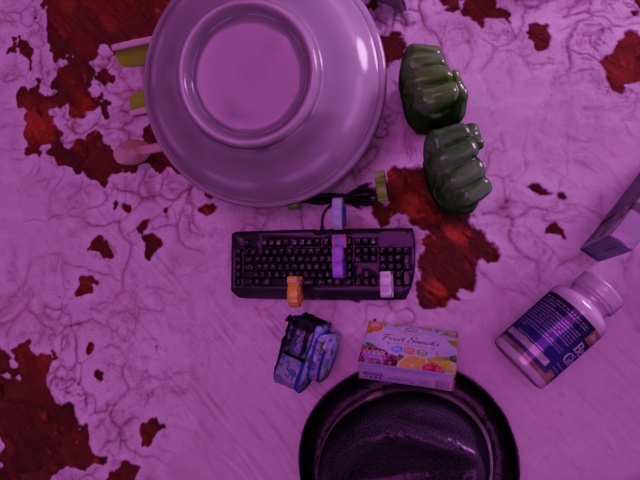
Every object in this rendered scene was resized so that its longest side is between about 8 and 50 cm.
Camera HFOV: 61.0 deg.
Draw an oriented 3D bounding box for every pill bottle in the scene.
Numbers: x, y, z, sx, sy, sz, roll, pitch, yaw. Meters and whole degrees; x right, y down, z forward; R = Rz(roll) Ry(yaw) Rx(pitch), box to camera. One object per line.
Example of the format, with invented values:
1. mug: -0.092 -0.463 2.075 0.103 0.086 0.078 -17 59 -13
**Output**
1. pill bottle: 0.348 0.126 0.789 0.169 0.094 0.094 -43 74 3

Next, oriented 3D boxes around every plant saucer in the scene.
1. plant saucer: -0.102 -0.247 0.833 0.401 0.100 0.399 1 96 10

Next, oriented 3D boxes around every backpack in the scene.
1. backpack: -0.022 0.181 0.858 0.084 0.105 0.114 21 91 16

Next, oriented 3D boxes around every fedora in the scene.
1. fedora: 0.117 0.330 0.777 0.335 0.152 0.333 -2 81 13

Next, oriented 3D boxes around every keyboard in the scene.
1. keyboard: 0.000 0.000 0.923 0.318 0.033 0.201 -1 80 12

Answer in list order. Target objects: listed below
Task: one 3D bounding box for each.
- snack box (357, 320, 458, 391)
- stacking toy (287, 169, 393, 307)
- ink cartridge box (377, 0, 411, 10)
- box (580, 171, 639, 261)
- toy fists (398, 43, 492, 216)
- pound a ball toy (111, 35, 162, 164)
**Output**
1. snack box: 0.135 0.173 0.828 0.141 0.100 0.037 5 119 13
2. stacking toy: 0.028 -0.005 0.875 0.167 0.052 0.221 -4 80 12
3. ink cartridge box: 0.100 -0.580 0.894 0.223 0.129 0.307 24 103 8
4. box: 0.458 -0.059 0.770 0.038 0.145 0.186 37 89 13
5. toy fists: 0.192 -0.175 0.851 0.096 0.142 0.278 -16 78 10
6. pound a ball toy: -0.226 -0.267 0.986 0.320 0.135 0.208 -9 104 11
